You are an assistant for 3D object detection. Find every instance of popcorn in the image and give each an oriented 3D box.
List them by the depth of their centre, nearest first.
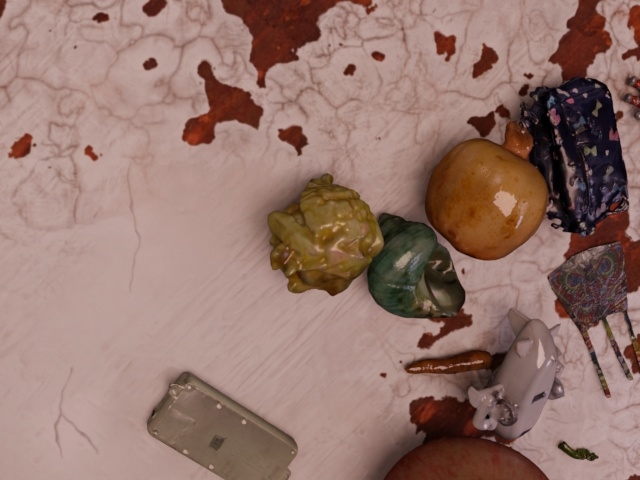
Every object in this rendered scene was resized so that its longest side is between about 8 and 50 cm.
[{"bbox_3d":[-0.001,-0.001,1.537,0.187,0.185,0.167,-44,84,9],"label":"popcorn"}]

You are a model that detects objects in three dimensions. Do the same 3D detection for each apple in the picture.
[{"bbox_3d":[0.255,0.493,1.632,0.344,0.269,0.345,0,94,6],"label":"apple"}]

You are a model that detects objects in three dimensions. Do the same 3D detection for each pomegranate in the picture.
[{"bbox_3d":[0.271,-0.066,1.583,0.207,0.207,0.207,-3,102,-14],"label":"pomegranate"}]

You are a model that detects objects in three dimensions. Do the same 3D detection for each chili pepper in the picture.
[{"bbox_3d":[0.481,0.397,1.825,0.083,0.022,0.027,21,97,-14],"label":"chili pepper"}]

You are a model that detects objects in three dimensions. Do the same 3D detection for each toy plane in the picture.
[{"bbox_3d":[0.345,0.239,1.699,0.244,0.117,0.245,-28,137,-31],"label":"toy plane"}]

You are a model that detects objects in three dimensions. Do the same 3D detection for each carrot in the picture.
[{"bbox_3d":[0.226,0.219,1.715,0.165,0.035,0.036,-8,103,-12],"label":"carrot"}]

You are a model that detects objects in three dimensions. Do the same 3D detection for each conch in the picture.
[{"bbox_3d":[0.152,0.047,1.618,0.175,0.122,0.188,-24,109,-31],"label":"conch"}]

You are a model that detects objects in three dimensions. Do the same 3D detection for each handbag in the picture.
[{"bbox_3d":[0.424,-0.143,1.648,0.162,0.113,0.260,-24,105,-31],"label":"handbag"}]

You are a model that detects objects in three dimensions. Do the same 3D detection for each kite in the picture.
[{"bbox_3d":[0.520,0.148,1.790,0.152,0.015,0.286,-24,103,-6],"label":"kite"}]

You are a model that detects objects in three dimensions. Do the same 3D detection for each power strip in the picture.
[{"bbox_3d":[-0.163,0.328,1.629,0.270,0.046,0.118,36,93,-19],"label":"power strip"}]

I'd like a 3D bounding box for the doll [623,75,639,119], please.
[{"bbox_3d":[0.643,-0.233,1.715,0.227,0.075,0.102,18,86,-5],"label":"doll"}]
